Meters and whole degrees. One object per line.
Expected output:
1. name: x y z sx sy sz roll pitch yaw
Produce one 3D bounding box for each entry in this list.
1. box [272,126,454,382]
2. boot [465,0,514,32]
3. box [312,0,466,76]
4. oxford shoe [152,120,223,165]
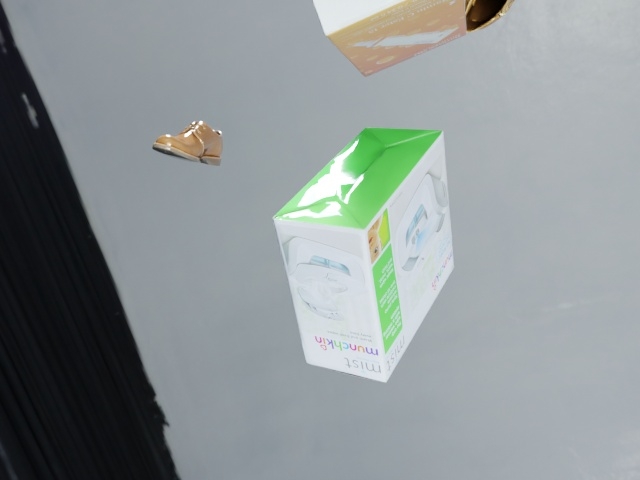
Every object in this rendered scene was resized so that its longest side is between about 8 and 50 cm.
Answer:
1. box: 0.070 0.009 0.876 0.126 0.231 0.262 8 35 29
2. boot: 0.347 -0.504 1.411 0.211 0.104 0.295 -53 2 -26
3. box: 0.113 -0.418 1.105 0.215 0.168 0.345 -20 -1 14
4. oxford shoe: -0.232 -0.177 1.172 0.076 0.076 0.212 17 9 10
